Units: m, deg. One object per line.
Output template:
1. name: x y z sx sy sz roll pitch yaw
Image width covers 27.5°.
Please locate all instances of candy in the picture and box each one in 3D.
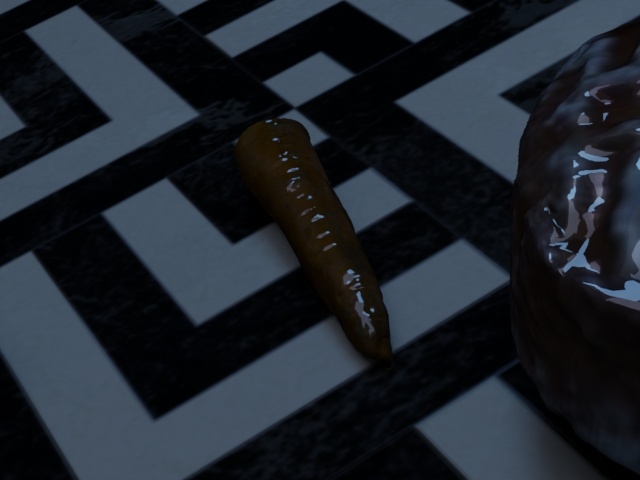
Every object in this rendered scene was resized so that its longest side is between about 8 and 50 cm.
1. candy: 0.202 -0.011 0.653 0.214 0.157 0.289 3 38 12

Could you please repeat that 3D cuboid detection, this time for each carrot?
1. carrot: 0.000 0.000 0.818 0.057 0.057 0.224 -22 41 -5
